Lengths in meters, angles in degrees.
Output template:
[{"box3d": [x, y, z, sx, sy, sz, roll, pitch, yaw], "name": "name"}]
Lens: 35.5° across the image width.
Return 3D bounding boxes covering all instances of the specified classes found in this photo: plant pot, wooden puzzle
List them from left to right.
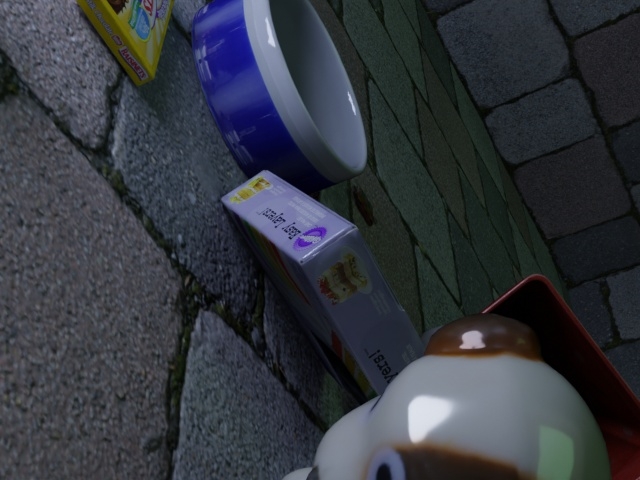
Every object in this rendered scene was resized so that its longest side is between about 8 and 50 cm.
[{"box3d": [0.068, -0.054, 1.553, 0.083, 0.006, 0.049, 58, 21, -30], "name": "wooden puzzle"}, {"box3d": [0.227, 0.220, 1.262, 0.267, 0.267, 0.236, 53, 0, 1], "name": "plant pot"}]

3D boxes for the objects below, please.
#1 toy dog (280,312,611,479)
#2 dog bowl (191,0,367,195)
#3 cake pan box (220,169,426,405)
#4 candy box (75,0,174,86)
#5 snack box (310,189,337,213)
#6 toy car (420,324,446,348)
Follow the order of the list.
[{"box3d": [0.142, 0.255, 0.772, 0.408, 0.395, 0.285, 59, 33, -40], "name": "toy dog"}, {"box3d": [-0.045, -0.184, 1.218, 0.265, 0.104, 0.265, 54, 23, -37], "name": "dog bowl"}, {"box3d": [0.021, 0.072, 1.004, 0.267, 0.070, 0.246, 60, -9, -26], "name": "cake pan box"}, {"box3d": [-0.188, -0.251, 1.003, 0.206, 0.027, 0.105, -89, 155, -49], "name": "candy box"}, {"box3d": [0.000, 0.000, 1.270, 0.064, 0.022, 0.178, 62, 19, -23], "name": "snack box"}, {"box3d": [0.240, 0.201, 1.550, 0.182, 0.136, 0.159, 13, 58, -69], "name": "toy car"}]
